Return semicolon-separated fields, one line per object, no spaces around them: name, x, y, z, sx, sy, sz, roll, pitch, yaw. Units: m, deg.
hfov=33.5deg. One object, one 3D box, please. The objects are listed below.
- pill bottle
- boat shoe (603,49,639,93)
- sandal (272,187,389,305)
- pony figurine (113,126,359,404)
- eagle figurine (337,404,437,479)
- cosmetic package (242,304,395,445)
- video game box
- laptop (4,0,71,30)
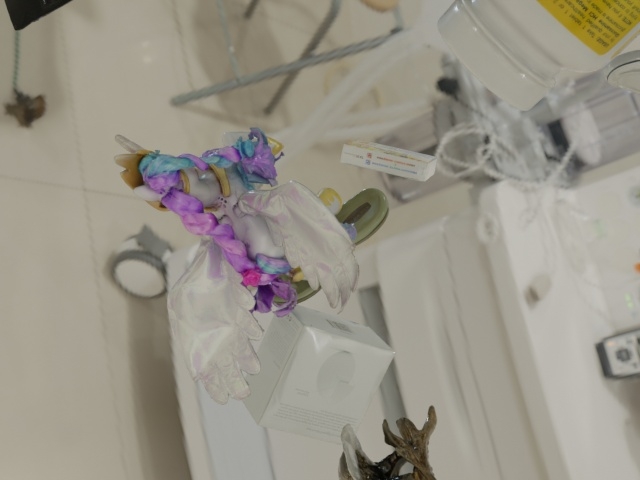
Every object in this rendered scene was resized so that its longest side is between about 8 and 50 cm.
pill bottle;0.284;-0.299;1.097;0.188;0.334;0.188;36;25;-20
boat shoe;0.634;-0.278;1.877;0.095;0.258;0.084;86;7;-59
sandal;0.000;-0.002;2.057;0.120;0.303;0.086;43;-4;38
pony figurine;-0.090;-0.006;1.425;0.351;0.303;0.363;54;24;13
eagle figurine;0.095;0.444;1.757;0.226;0.298;0.225;-5;47;-51
cosmetic package;-0.010;0.269;2.139;0.224;0.225;0.138;20;11;-29
video game box;0.152;-0.176;2.317;0.205;0.187;0.048;-35;136;-76
laptop;-0.379;-0.420;1.338;0.136;0.264;0.234;-19;92;-58
